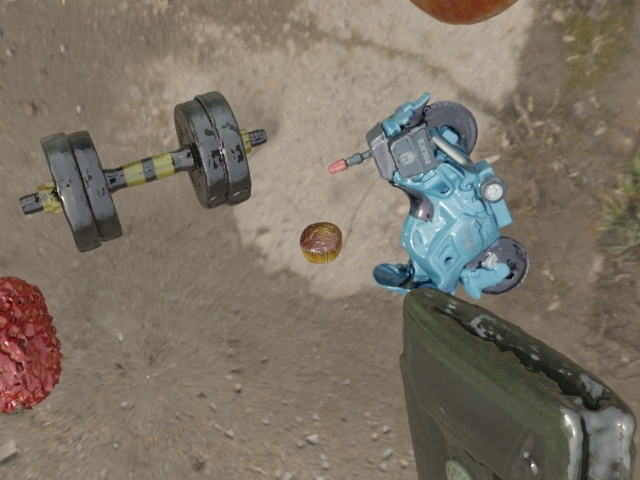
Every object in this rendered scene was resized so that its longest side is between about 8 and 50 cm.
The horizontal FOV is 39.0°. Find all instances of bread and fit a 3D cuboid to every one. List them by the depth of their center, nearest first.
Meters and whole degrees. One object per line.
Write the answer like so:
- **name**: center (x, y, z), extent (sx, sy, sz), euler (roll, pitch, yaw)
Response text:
- **bread**: center (0.000, 0.000, 1.691), extent (0.085, 0.053, 0.085), euler (-5, 44, 5)

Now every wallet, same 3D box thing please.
- **wallet**: center (0.110, 0.161, 0.549), extent (0.052, 0.168, 0.245), euler (-23, 123, -26)

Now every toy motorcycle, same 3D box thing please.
- **toy motorcycle**: center (0.127, -0.032, 1.063), extent (0.182, 0.123, 0.272), euler (-23, 111, 5)

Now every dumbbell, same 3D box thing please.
- **dumbbell**: center (-0.265, -0.108, 1.391), extent (0.388, 0.185, 0.185), euler (-18, 85, -14)

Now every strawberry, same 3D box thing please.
- **strawberry**: center (-0.517, 0.161, 1.460), extent (0.190, 0.111, 0.237), euler (1, 71, -2)

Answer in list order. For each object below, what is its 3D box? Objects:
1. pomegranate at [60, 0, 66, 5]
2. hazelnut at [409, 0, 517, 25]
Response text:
- **pomegranate**: center (-0.401, -0.408, 1.276), extent (0.129, 0.129, 0.159), euler (-14, 108, -12)
- **hazelnut**: center (0.183, -0.366, 1.115), extent (0.214, 0.214, 0.176), euler (-29, 78, -13)
